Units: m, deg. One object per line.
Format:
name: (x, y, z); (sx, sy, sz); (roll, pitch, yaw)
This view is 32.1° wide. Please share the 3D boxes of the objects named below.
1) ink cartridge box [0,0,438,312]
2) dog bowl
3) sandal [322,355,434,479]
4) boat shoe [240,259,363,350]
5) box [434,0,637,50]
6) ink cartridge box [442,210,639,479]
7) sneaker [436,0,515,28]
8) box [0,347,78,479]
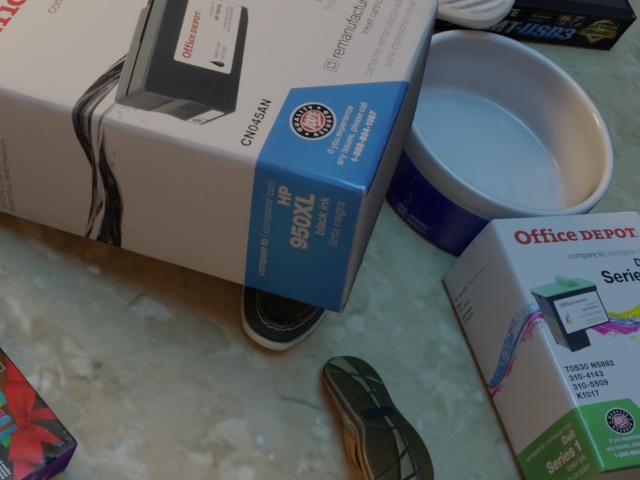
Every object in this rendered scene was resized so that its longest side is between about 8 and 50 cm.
ink cartridge box: (-0.120, -0.135, 1.032); (0.395, 0.166, 0.285); (16, 48, 6)
dog bowl: (0.191, -0.107, 1.258); (0.265, 0.104, 0.265); (12, 53, -16)
sandal: (0.048, 0.183, 1.023); (0.072, 0.049, 0.180); (0, 42, -31)
boat shoe: (0.000, 0.000, 1.108); (0.095, 0.079, 0.254); (34, 49, 1)
box: (0.251, -0.402, 1.525); (0.296, 0.073, 0.293); (1, 57, -25)
ink cartridge box: (0.275, 0.114, 1.127); (0.201, 0.117, 0.278); (-3, 57, -27)
sneaker: (0.093, -0.365, 1.356); (0.366, 0.150, 0.135); (41, 91, 19)
box: (-0.361, 0.113, 0.872); (0.293, 0.057, 0.201); (47, 51, 12)
